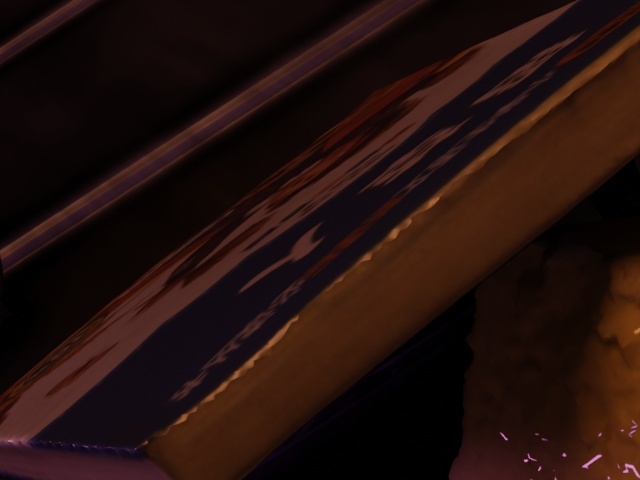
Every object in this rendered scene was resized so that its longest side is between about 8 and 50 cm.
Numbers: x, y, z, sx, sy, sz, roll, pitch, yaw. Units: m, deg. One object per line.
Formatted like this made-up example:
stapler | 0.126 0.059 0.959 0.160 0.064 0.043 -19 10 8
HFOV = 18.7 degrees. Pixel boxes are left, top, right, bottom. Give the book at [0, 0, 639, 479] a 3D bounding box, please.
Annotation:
book | 0.000 0.000 0.794 0.300 0.039 0.428 -39 7 -18

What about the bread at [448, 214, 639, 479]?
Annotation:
bread | 0.275 0.090 0.602 0.405 0.242 0.346 -8 19 -15

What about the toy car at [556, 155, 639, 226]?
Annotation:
toy car | 0.199 -0.068 0.892 0.224 0.090 0.076 -24 32 17

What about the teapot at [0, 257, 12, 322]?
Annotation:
teapot | -0.261 0.037 1.204 0.149 0.108 0.111 -32 29 -6
